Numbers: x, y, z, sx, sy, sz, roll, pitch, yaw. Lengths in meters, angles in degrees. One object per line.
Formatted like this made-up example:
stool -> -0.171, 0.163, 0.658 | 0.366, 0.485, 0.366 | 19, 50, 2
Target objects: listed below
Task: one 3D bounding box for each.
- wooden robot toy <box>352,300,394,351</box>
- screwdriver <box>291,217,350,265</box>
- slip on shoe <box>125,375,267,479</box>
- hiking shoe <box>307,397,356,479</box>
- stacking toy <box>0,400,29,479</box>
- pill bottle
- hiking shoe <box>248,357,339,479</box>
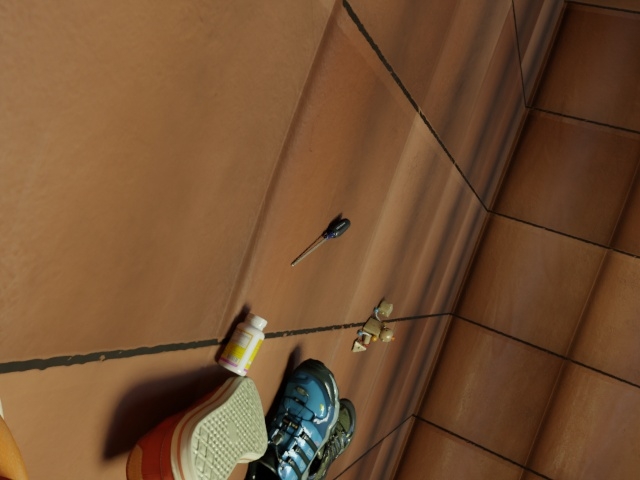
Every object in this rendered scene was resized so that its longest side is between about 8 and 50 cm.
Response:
wooden robot toy -> 0.151, 0.230, 1.422 | 0.173, 0.079, 0.076 | -46, 148, -43
screwdriver -> 0.000, 0.000, 0.972 | 0.170, 0.024, 0.025 | -32, 108, -46
slip on shoe -> -0.147, 0.257, 0.762 | 0.331, 0.102, 0.122 | 17, 59, -79
hiking shoe -> 0.013, 0.460, 1.294 | 0.226, 0.086, 0.114 | -60, 159, -20
stacking toy -> -0.157, 0.246, 0.214 | 0.350, 0.480, 0.350 | -49, 150, -41
pill bottle -> -0.108, 0.146, 0.811 | 0.083, 0.044, 0.043 | -63, 157, -15
hiking shoe -> -0.052, 0.363, 1.031 | 0.132, 0.113, 0.303 | -11, 119, -65
